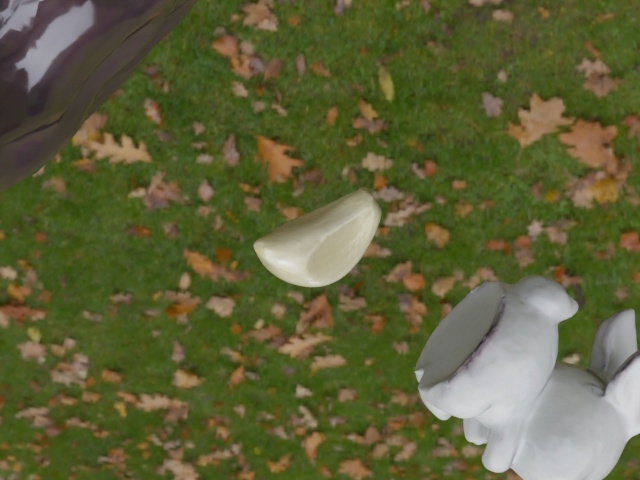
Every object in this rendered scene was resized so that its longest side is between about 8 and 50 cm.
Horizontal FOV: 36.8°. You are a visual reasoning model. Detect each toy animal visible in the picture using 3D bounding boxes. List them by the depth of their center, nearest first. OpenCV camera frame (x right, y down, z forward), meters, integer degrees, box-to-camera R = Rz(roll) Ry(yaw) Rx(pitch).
[{"bbox_3d":[0.192,0.120,0.837,0.193,0.127,0.179,29,99,-10],"label":"toy animal"}]

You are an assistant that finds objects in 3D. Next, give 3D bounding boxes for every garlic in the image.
[{"bbox_3d":[0.000,0.000,0.587,0.083,0.041,0.053,-30,141,-14],"label":"garlic"}]

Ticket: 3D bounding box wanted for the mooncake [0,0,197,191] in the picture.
[{"bbox_3d":[-0.228,-0.138,0.583,0.350,0.381,0.212,-38,101,25],"label":"mooncake"}]
